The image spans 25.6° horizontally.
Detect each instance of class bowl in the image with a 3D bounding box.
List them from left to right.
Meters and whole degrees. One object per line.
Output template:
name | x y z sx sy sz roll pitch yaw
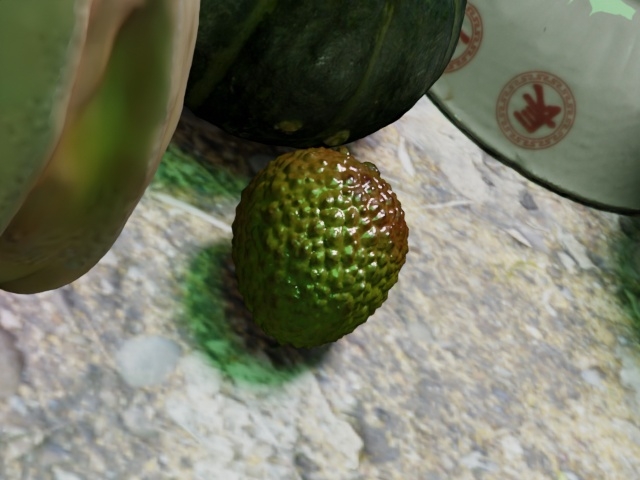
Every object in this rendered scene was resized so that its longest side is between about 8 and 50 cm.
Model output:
bowl | 0.238 -0.197 1.207 0.337 0.157 0.337 19 42 -18

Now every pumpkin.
pumpkin | -0.027 -0.207 0.990 0.300 0.207 0.300 27 39 -24

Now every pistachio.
pistachio | -0.226 -0.181 0.721 0.281 0.365 0.446 -12 84 -50

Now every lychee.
lychee | 0.000 0.000 0.877 0.114 0.114 0.146 28 58 -8
